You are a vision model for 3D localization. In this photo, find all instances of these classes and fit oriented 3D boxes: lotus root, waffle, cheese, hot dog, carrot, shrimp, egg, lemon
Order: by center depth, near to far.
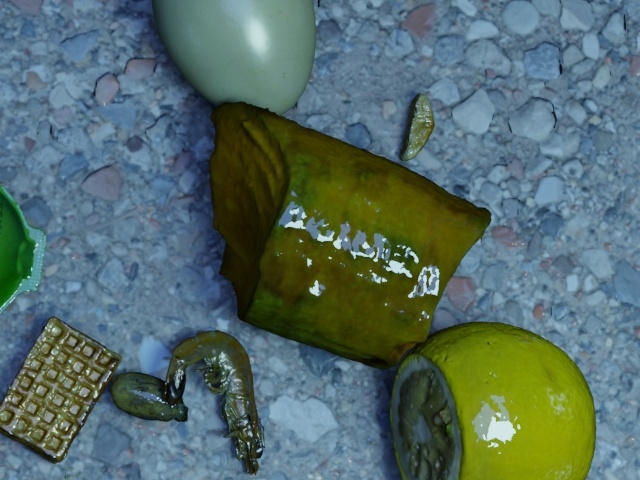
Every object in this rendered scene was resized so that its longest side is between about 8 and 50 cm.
[{"bbox_3d":[0.211,0.211,1.619,0.219,0.240,0.240,-1,79,-23],"label":"lemon"},{"bbox_3d":[0.000,0.000,1.623,0.341,0.241,0.241,21,76,-5],"label":"carrot"},{"bbox_3d":[-0.482,0.002,1.633,0.320,0.083,0.203,8,80,-9],"label":"cheese"},{"bbox_3d":[-0.310,0.175,1.644,0.102,0.042,0.148,29,76,0],"label":"waffle"},{"bbox_3d":[-0.124,0.194,1.651,0.124,0.034,0.178,-4,82,-39],"label":"shrimp"},{"bbox_3d":[-0.199,0.185,1.653,0.099,0.054,0.049,21,97,-3],"label":"lotus root"},{"bbox_3d":[-0.100,-0.265,1.689,0.189,0.188,0.253,-19,87,-11],"label":"egg"},{"bbox_3d":[0.126,-0.140,1.777,0.034,0.030,0.090,15,77,-10],"label":"hot dog"}]
